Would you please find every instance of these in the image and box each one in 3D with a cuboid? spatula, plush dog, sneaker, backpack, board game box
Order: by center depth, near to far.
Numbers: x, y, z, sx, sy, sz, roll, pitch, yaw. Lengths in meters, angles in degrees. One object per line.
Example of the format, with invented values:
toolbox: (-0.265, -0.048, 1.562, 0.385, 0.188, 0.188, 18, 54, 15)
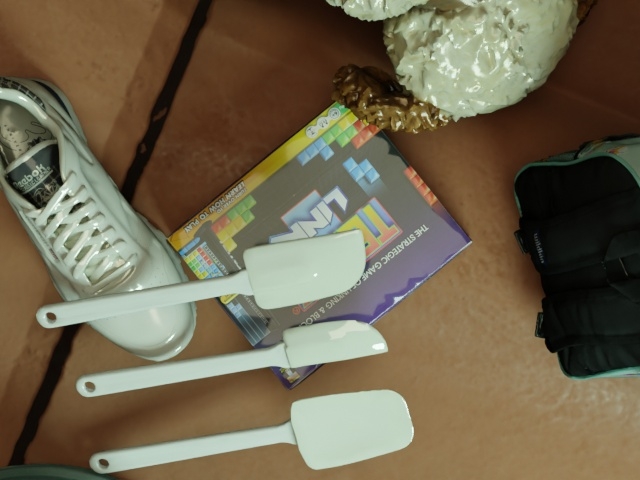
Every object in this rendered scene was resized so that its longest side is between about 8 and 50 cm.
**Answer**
backpack: (0.226, 0.008, 1.319, 0.144, 0.188, 0.166, -10, 87, -12)
plush dog: (0.091, -0.192, 1.330, 0.262, 0.210, 0.225, -32, 115, -5)
spatula: (-0.068, 0.091, 1.372, 0.242, 0.019, 0.168, -11, 111, 12)
sneaker: (-0.174, -0.012, 1.391, 0.090, 0.095, 0.235, -36, 90, 1)
board game box: (0.000, 0.000, 1.403, 0.170, 0.048, 0.141, -40, 86, 2)

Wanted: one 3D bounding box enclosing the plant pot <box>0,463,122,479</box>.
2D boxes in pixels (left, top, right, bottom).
plant pot: (-0.208, 0.309, 1.339, 0.293, 0.196, 0.293, 0, 90, 3)
